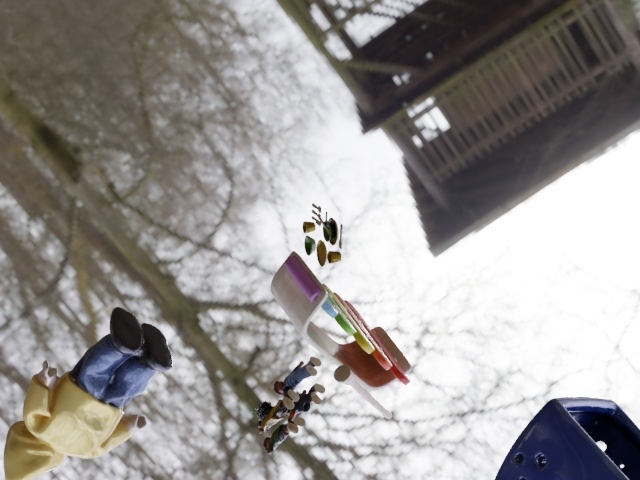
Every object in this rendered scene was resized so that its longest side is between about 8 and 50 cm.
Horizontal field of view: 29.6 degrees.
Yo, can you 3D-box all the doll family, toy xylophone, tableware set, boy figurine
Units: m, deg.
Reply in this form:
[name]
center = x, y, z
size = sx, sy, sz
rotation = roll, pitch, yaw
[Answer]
[doll family]
center = -0.056, 0.274, 2.021
size = 0.111, 0.076, 0.193
rotation = -45, -179, 44
[toy xylophone]
center = 0.044, 0.159, 1.946
size = 0.081, 0.322, 0.236
rotation = -42, -124, 5
[tableware set]
center = 0.000, 0.000, 2.099
size = 0.024, 0.104, 0.154
rotation = -5, -161, -21
[boy figurine]
center = -0.317, 0.225, 1.619
size = 0.285, 0.177, 0.092
rotation = -46, -145, 19

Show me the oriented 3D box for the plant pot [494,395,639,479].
[plant pot]
center = 0.324, 0.344, 1.481
size = 0.212, 0.236, 0.236
rotation = -47, 154, 16
